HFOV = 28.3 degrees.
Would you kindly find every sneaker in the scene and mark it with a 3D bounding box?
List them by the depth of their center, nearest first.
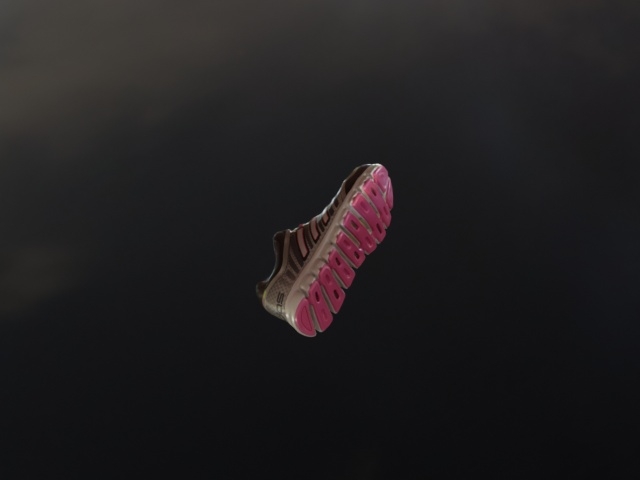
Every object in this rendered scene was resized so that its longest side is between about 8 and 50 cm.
[{"bbox_3d":[0.000,0.000,1.080,0.075,0.063,0.170,13,-117,37],"label":"sneaker"}]
